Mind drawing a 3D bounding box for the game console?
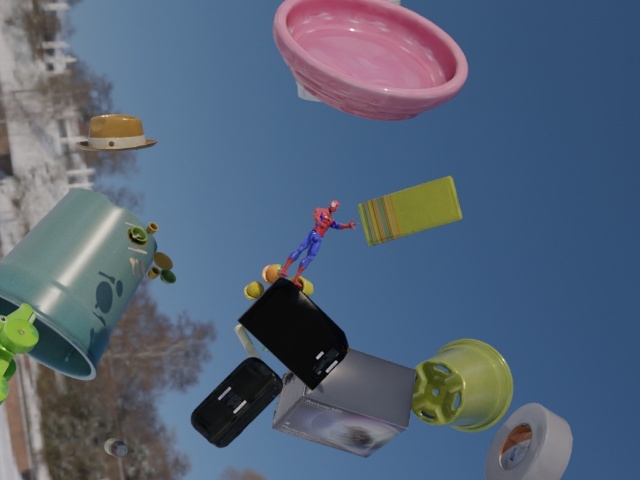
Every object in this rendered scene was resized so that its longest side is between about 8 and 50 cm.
[{"bbox_3d":[-0.127,0.267,1.765,0.213,0.361,0.044,45,3,-5],"label":"game console"}]

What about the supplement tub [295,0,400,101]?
[{"bbox_3d":[0.047,-0.459,1.752,0.235,0.235,0.325,-141,-134,-61],"label":"supplement tub"}]

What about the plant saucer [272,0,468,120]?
[{"bbox_3d":[0.077,-0.303,1.432,0.332,0.332,0.084,-117,-145,-41],"label":"plant saucer"}]

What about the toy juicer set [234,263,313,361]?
[{"bbox_3d":[-0.177,0.218,2.569,0.209,0.089,0.329,34,-82,33],"label":"toy juicer set"}]

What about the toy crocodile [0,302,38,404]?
[{"bbox_3d":[-0.581,0.223,1.484,0.115,0.105,0.340,-47,-162,29],"label":"toy crocodile"}]

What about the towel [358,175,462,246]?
[{"bbox_3d":[0.198,-0.064,1.919,0.237,0.021,0.102,-17,-96,30],"label":"towel"}]

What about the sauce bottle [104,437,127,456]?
[{"bbox_3d":[-0.499,0.511,2.113,0.128,0.042,0.042,-13,-95,62],"label":"sauce bottle"}]

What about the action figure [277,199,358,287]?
[{"bbox_3d":[0.000,0.000,2.469,0.139,0.091,0.280,0,-124,54],"label":"action figure"}]

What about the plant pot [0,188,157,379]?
[{"bbox_3d":[-0.565,0.083,1.957,0.334,0.341,0.341,-60,-177,-29],"label":"plant pot"}]

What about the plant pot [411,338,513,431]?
[{"bbox_3d":[0.378,0.424,2.457,0.276,0.254,0.276,-2,-95,31],"label":"plant pot"}]

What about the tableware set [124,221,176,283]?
[{"bbox_3d":[-0.344,0.022,1.757,0.024,0.104,0.154,-45,-136,28],"label":"tableware set"}]

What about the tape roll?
[{"bbox_3d":[0.461,0.476,1.915,0.219,0.072,0.219,-54,-168,17],"label":"tape roll"}]

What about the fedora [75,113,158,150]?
[{"bbox_3d":[-0.485,-0.258,2.044,0.194,0.194,0.079,-152,-121,-65],"label":"fedora"}]

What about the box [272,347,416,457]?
[{"bbox_3d":[0.058,0.431,2.316,0.294,0.296,0.183,123,-17,-55],"label":"box"}]
